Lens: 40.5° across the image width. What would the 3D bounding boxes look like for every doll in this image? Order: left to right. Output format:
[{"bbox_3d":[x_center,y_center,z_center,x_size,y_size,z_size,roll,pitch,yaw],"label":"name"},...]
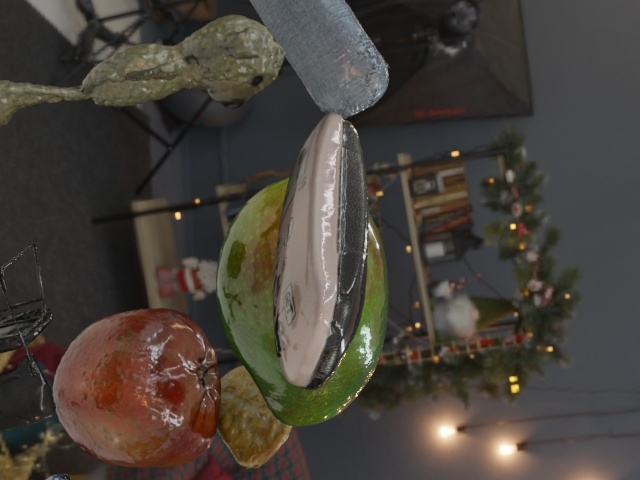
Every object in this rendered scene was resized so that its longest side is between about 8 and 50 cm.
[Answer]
[{"bbox_3d":[-0.182,-0.156,0.835,0.203,0.286,0.091,-9,-87,63],"label":"doll"}]

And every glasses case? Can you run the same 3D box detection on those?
[{"bbox_3d":[-0.011,-0.289,1.157,0.282,0.109,0.067,58,5,16],"label":"glasses case"},{"bbox_3d":[0.000,0.000,0.829,0.314,0.075,0.122,-87,-163,-46],"label":"glasses case"}]

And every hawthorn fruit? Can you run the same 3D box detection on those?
[{"bbox_3d":[-0.300,0.239,1.416,0.275,0.300,0.275,-5,96,-60],"label":"hawthorn fruit"}]

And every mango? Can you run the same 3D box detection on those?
[{"bbox_3d":[-0.021,0.094,1.117,0.225,0.201,0.381,-36,136,-41],"label":"mango"}]

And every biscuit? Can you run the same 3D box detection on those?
[{"bbox_3d":[-0.122,0.285,1.440,0.029,0.118,0.247,47,-4,-31],"label":"biscuit"}]

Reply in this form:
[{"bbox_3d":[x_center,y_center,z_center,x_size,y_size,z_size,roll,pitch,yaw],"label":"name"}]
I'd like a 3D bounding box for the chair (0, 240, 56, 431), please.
[{"bbox_3d":[-0.441,0.136,1.197,0.145,0.140,0.221,-83,157,-74],"label":"chair"}]

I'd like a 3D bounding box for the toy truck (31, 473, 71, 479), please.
[{"bbox_3d":[-0.482,0.448,1.526,0.073,0.056,0.090,59,13,27],"label":"toy truck"}]
